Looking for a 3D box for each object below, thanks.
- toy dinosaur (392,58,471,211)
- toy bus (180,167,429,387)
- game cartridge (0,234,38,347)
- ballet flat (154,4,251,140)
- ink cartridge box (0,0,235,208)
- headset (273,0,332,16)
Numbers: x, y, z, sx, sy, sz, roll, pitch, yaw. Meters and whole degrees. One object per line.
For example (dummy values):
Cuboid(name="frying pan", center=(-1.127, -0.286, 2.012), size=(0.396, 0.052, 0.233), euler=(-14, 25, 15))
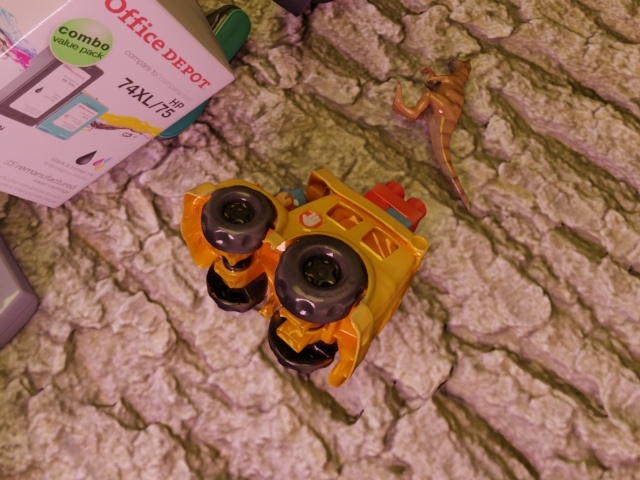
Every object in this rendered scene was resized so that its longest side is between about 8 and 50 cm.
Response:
Cuboid(name="toy dinosaur", center=(0.142, -0.151, 0.653), size=(0.113, 0.064, 0.211), euler=(12, 68, 4))
Cuboid(name="toy bus", center=(0.000, 0.000, 0.557), size=(0.220, 0.149, 0.211), euler=(37, 59, 17))
Cuboid(name="game cartridge", center=(-0.458, 0.091, 0.562), size=(0.294, 0.060, 0.196), euler=(-35, 68, -13))
Cuboid(name="ballet flat", center=(-0.163, -0.211, 0.682), size=(0.074, 0.074, 0.203), euler=(29, 77, 11))
Cuboid(name="ink cartridge box", center=(-0.273, -0.204, 0.558), size=(0.270, 0.198, 0.197), euler=(-32, 69, 12))
Cuboid(name="headset", center=(0.003, -0.446, 0.690), size=(0.185, 0.243, 0.394), euler=(30, 37, -15))
